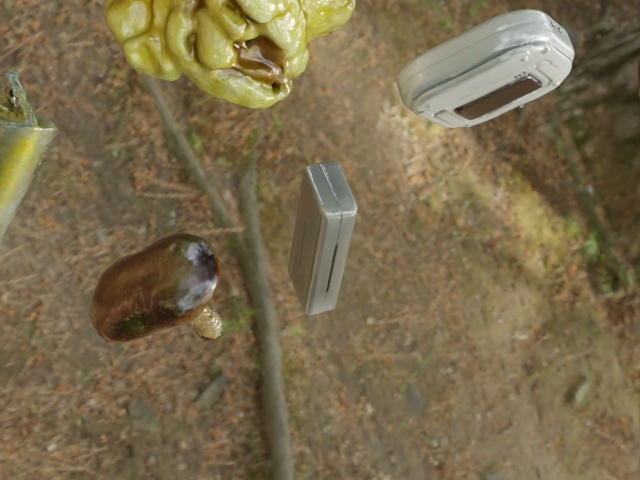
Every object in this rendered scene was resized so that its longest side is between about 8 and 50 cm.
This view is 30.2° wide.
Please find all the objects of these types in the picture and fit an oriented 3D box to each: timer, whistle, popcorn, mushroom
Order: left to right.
[{"bbox_3d":[-0.311,-0.030,1.083,0.057,0.326,0.068,-14,65,-36],"label":"whistle"},{"bbox_3d":[-0.195,0.089,1.737,0.217,0.227,0.148,32,51,-48],"label":"mushroom"},{"bbox_3d":[-0.072,-0.218,0.975,0.203,0.225,0.200,-86,175,-65],"label":"popcorn"},{"bbox_3d":[0.264,-0.262,1.864,0.237,0.262,0.087,14,56,-59],"label":"timer"}]

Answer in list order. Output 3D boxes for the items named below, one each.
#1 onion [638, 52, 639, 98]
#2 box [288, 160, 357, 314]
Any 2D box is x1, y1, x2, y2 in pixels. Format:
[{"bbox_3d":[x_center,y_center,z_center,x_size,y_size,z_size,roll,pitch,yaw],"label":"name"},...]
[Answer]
[{"bbox_3d":[0.352,-0.128,1.056,0.227,0.120,0.284,-50,133,-43],"label":"onion"},{"bbox_3d":[0.000,0.000,1.699,0.055,0.244,0.103,-11,54,-16],"label":"box"}]
